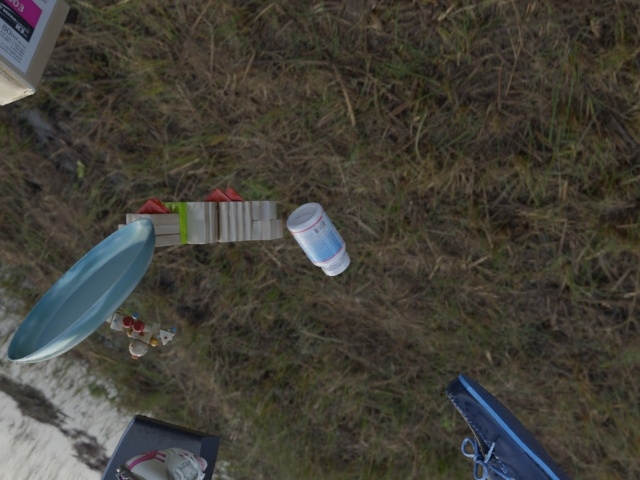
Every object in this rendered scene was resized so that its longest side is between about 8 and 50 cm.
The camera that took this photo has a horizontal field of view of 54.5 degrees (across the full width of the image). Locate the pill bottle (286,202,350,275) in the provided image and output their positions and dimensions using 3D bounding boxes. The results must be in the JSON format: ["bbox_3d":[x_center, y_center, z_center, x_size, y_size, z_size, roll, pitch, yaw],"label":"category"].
[{"bbox_3d":[0.000,0.000,1.373,0.087,0.087,0.160,-14,126,30],"label":"pill bottle"}]

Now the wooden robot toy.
[{"bbox_3d":[-0.355,0.184,1.187,0.173,0.079,0.076,16,177,22],"label":"wooden robot toy"}]

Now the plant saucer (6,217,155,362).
[{"bbox_3d":[-0.394,0.087,1.056,0.318,0.317,0.043,-21,121,35],"label":"plant saucer"}]

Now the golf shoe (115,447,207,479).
[{"bbox_3d":[-0.158,0.239,0.633,0.067,0.086,0.186,62,160,5],"label":"golf shoe"}]

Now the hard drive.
[{"bbox_3d":[-0.272,0.409,0.962,0.172,0.254,0.054,12,157,13],"label":"hard drive"}]

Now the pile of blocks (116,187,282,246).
[{"bbox_3d":[-0.243,-0.053,1.285,0.149,0.362,0.112,5,97,53],"label":"pile of blocks"}]

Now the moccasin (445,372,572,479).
[{"bbox_3d":[0.321,0.385,1.053,0.117,0.138,0.342,-42,82,13],"label":"moccasin"}]

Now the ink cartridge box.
[{"bbox_3d":[-0.500,-0.347,0.896,0.088,0.193,0.235,-10,147,27],"label":"ink cartridge box"}]
